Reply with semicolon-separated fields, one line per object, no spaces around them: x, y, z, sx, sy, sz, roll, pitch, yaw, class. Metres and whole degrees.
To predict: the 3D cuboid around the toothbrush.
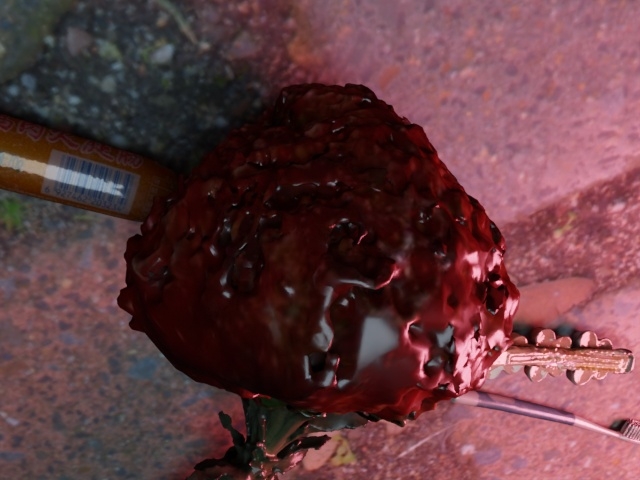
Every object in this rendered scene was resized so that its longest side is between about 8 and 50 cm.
0.257;0.188;0.780;0.276;0.019;0.025;17;108;-21;toothbrush

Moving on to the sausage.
-0.256;-0.071;0.503;0.348;0.053;0.053;14;114;-20;sausage

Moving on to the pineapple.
-0.063;0.226;0.677;0.130;0.119;0.277;27;109;-4;pineapple

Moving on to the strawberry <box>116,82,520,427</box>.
0.000;0.000;0.490;0.274;0.274;0.220;3;86;-14;strawberry

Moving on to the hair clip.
0.215;0.114;0.716;0.214;0.056;0.062;5;101;-25;hair clip
